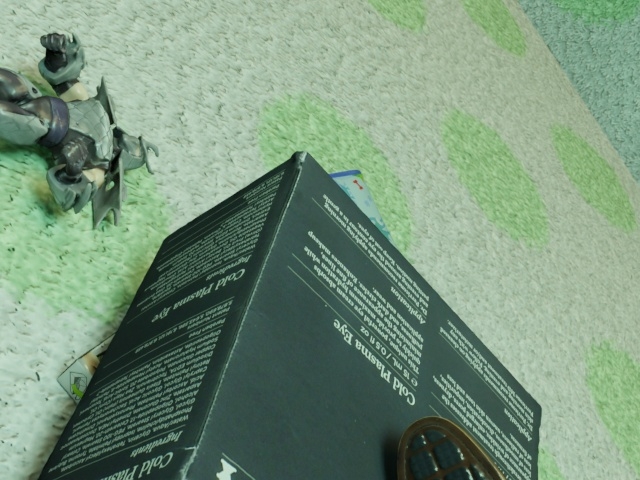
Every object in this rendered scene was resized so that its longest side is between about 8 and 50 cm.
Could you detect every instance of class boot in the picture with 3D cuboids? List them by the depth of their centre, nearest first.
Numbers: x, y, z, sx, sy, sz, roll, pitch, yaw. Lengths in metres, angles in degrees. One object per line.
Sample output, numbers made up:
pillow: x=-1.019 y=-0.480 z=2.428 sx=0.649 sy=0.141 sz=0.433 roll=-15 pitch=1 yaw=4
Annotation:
boot: x=0.117 y=0.216 z=0.582 sx=0.219 sy=0.082 sz=0.106 roll=65 pitch=11 yaw=10

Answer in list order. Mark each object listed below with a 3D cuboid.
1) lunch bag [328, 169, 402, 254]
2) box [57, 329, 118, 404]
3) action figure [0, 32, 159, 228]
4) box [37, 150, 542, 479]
lunch bag: x=0.000 y=0.000 z=0.961 sx=0.151 sy=0.096 sz=0.129 roll=-13 pitch=70 yaw=-38
box: x=-0.118 y=0.106 z=0.764 sx=0.114 sy=0.036 sz=0.207 roll=51 pitch=33 yaw=0
action figure: x=-0.253 y=-0.111 z=0.760 sx=0.285 sy=0.099 sz=0.185 roll=19 pitch=36 yaw=-45
box: x=0.002 y=0.171 z=0.666 sx=0.343 sy=0.178 sz=0.313 roll=46 pitch=34 yaw=-22
